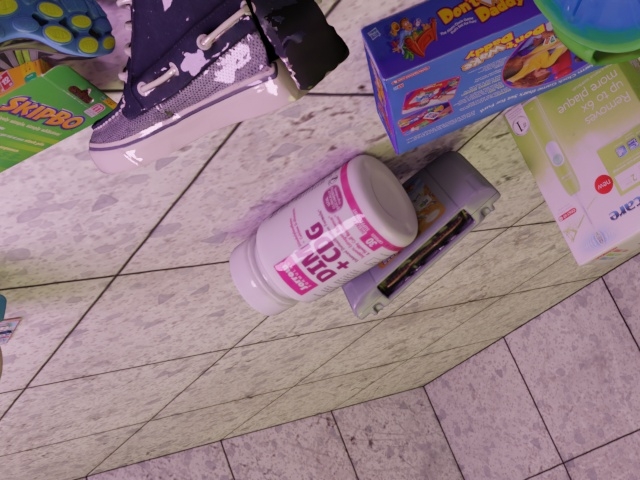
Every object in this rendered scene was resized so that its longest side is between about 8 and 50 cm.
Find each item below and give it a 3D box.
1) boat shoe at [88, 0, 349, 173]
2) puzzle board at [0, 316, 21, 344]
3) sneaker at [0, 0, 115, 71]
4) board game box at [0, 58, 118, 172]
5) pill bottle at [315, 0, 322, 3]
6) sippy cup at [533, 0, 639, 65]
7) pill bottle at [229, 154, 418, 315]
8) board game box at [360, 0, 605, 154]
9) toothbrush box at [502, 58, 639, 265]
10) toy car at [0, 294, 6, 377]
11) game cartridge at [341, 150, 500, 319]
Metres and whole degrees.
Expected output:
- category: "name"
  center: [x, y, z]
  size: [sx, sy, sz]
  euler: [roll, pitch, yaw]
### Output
- category: "boat shoe"
  center: [-0.134, -0.175, 0.849]
  size: [0.340, 0.158, 0.127]
  euler: [-15, -157, 43]
- category: "puzzle board"
  center: [-0.561, 0.159, 1.505]
  size: [0.128, 0.011, 0.096]
  euler: [-9, 157, -37]
- category: "sneaker"
  center: [-0.277, -0.188, 0.833]
  size: [0.188, 0.067, 0.078]
  euler: [-11, 179, -35]
- category: "board game box"
  center: [-0.351, -0.113, 0.974]
  size: [0.259, 0.039, 0.124]
  euler: [-23, 162, 10]
- category: "pill bottle"
  center: [0.046, -0.291, 0.812]
  size: [0.216, 0.121, 0.121]
  euler: [-27, 161, 15]
- category: "sippy cup"
  center: [0.350, -0.332, 0.921]
  size: [0.224, 0.240, 0.305]
  euler: [-26, -179, -25]
- category: "pill bottle"
  center: [0.000, 0.000, 1.478]
  size: [0.283, 0.160, 0.160]
  euler: [-33, 159, 27]
- category: "board game box"
  center: [0.235, -0.252, 1.194]
  size: [0.347, 0.078, 0.233]
  euler: [-23, 161, 1]
- category: "toothbrush box"
  center: [0.450, -0.130, 1.451]
  size: [0.206, 0.283, 0.122]
  euler: [-35, 158, 35]
- category: "toy car"
  center: [-0.592, 0.165, 1.284]
  size: [0.238, 0.219, 0.210]
  euler: [3, 168, 16]
- category: "game cartridge"
  center: [0.146, -0.017, 1.526]
  size: [0.297, 0.198, 0.062]
  euler: [-43, 120, 8]
